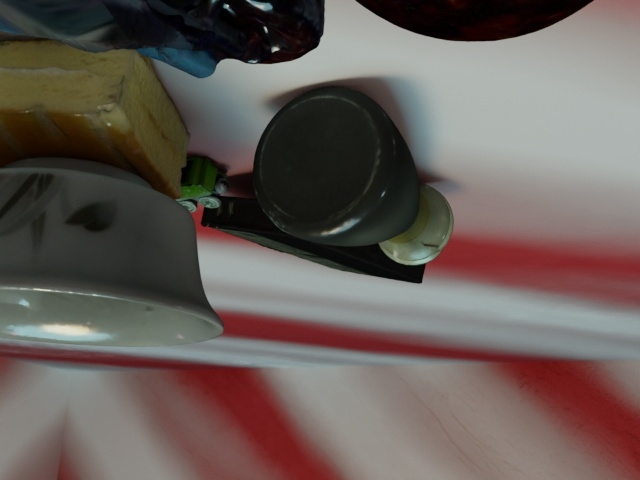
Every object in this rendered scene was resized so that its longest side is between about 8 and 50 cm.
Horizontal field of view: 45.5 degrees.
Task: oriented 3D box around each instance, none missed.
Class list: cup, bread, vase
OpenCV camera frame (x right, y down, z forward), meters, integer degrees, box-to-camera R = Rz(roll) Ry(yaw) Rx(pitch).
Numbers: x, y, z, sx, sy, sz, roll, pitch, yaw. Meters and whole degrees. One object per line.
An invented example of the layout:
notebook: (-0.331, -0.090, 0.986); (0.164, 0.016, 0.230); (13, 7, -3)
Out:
cup: (-0.276, 0.013, 0.835); (0.347, 0.163, 0.347); (1, 165, 0)
bread: (-0.291, -0.128, 0.846); (0.239, 0.111, 0.246); (1, 162, 4)
vase: (0.064, -0.057, 0.957); (0.173, 0.173, 0.321); (-6, 167, 25)

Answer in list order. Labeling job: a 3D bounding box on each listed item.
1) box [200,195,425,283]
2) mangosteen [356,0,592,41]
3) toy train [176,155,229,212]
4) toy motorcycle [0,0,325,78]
box: (0.000, 0.000, 1.189); (0.211, 0.058, 0.350); (9, 173, 38)
mangosteen: (0.058, -0.235, 0.349); (0.289, 0.231, 0.231); (43, 148, -14)
toy train: (-0.225, -0.072, 1.097); (0.202, 0.060, 0.081); (-8, 151, 30)
toy motorcycle: (-0.180, -0.212, 0.526); (0.232, 0.172, 0.416); (-1, 171, 33)
